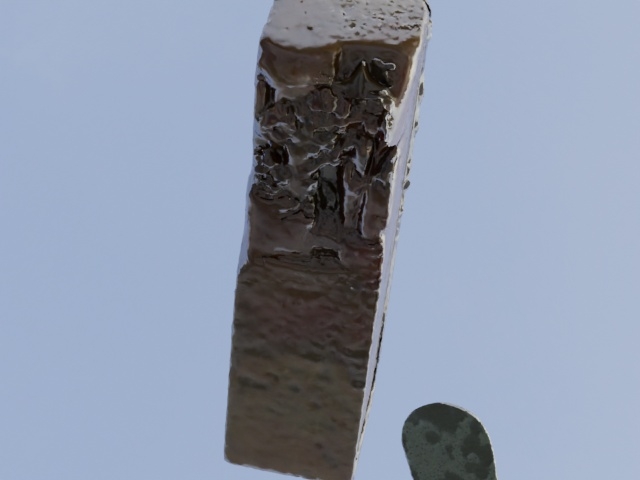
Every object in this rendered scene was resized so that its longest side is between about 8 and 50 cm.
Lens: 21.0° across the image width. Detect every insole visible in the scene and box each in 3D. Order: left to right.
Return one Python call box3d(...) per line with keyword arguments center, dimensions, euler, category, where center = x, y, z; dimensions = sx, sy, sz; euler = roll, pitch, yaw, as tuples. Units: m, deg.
box3d(center=(0.082, 0.173, 0.940), dimensions=(0.065, 0.006, 0.193), euler=(-3, -67, 26), category="insole")

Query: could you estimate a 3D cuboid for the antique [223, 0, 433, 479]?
box3d(center=(0.000, 0.000, 0.987), dimensions=(0.087, 0.093, 0.310), euler=(11, -50, 5), category="antique")
